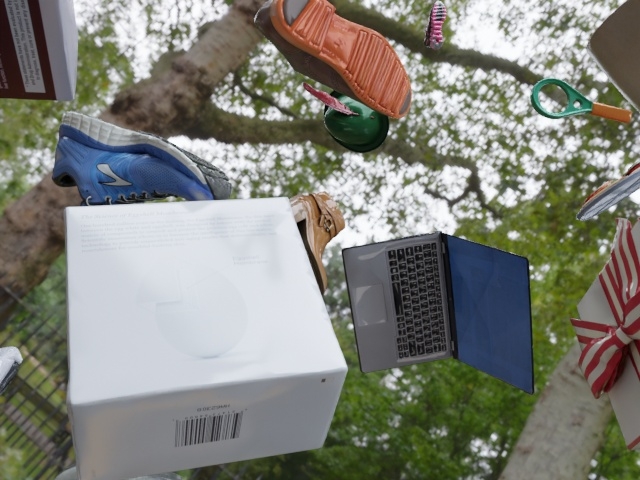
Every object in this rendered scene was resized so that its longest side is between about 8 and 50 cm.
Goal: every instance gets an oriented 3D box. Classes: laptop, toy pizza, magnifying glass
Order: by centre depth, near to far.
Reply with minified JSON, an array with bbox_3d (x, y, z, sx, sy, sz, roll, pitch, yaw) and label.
[{"bbox_3d":[0.600,-0.107,1.423,0.032,0.201,0.201,60,-17,17],"label":"toy pizza"},{"bbox_3d":[0.576,-0.300,1.562,0.230,0.092,0.026,13,-13,-6],"label":"magnifying glass"},{"bbox_3d":[0.288,0.198,1.757,0.236,0.407,0.382,-101,-179,-66],"label":"laptop"}]

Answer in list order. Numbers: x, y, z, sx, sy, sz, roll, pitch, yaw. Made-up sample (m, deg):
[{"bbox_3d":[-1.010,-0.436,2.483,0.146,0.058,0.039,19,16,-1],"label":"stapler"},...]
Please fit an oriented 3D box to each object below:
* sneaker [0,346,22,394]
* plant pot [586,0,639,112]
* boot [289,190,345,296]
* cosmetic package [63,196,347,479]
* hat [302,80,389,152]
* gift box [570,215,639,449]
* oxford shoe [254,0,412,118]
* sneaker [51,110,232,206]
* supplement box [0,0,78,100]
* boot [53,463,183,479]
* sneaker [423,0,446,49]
[{"bbox_3d":[-0.468,0.263,0.919,0.101,0.269,0.153,-10,-67,20],"label":"sneaker"},{"bbox_3d":[0.553,-0.220,0.970,0.274,0.256,0.256,65,-19,12],"label":"plant pot"},{"bbox_3d":[0.000,0.000,1.364,0.072,0.152,0.197,-17,-85,40],"label":"boot"},{"bbox_3d":[-0.120,0.083,0.668,0.138,0.223,0.225,104,-24,-44],"label":"cosmetic package"},{"bbox_3d":[0.042,-0.278,1.704,0.208,0.183,0.173,39,-54,5],"label":"hat"},{"bbox_3d":[0.486,0.108,0.926,0.257,0.277,0.255,-3,-41,-8],"label":"gift box"},{"bbox_3d":[0.033,-0.357,1.378,0.363,0.130,0.132,34,-17,-30],"label":"oxford shoe"},{"bbox_3d":[-0.282,-0.090,1.088,0.329,0.147,0.129,18,-3,27],"label":"sneaker"},{"bbox_3d":[-0.287,-0.161,0.453,0.239,0.073,0.130,0,-30,-14],"label":"supplement box"},{"bbox_3d":[-0.354,0.431,1.159,0.246,0.084,0.161,0,3,5],"label":"boot"},{"bbox_3d":[0.287,-0.553,1.811,0.057,0.047,0.120,27,-66,58],"label":"sneaker"}]
